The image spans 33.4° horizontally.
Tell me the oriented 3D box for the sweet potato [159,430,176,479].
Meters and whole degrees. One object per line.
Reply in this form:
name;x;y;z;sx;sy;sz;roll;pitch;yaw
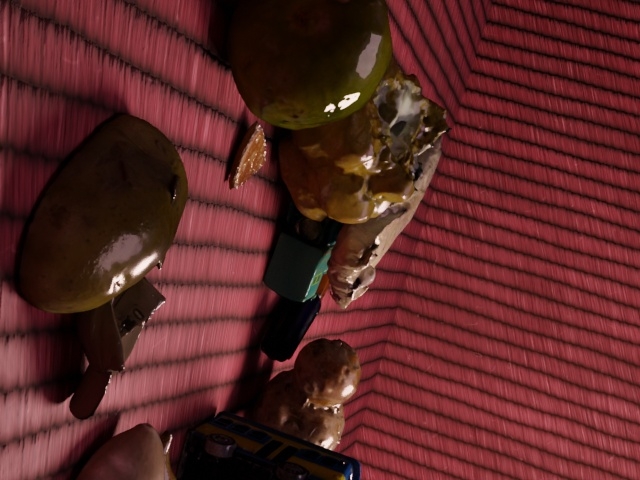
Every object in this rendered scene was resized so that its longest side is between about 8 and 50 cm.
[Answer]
sweet potato;-0.253;0.404;1.646;0.059;0.069;0.249;-14;129;-32

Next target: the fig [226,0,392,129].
fig;-0.016;-0.232;1.460;0.314;0.233;0.233;97;16;-56

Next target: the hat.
hat;-0.265;0.125;1.254;0.175;0.085;0.147;-54;-172;25

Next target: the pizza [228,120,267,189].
pizza;-0.118;-0.121;1.620;0.099;0.029;0.100;-58;160;-23

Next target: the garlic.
garlic;-0.294;0.380;1.401;0.318;0.112;0.143;-55;164;-23

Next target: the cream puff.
cream puff;0.039;-0.184;1.800;0.274;0.270;0.323;-32;-163;38

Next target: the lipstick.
lipstick;-0.016;0.091;2.206;0.418;0.077;0.077;-59;162;-48

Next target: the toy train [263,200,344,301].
toy train;0.000;0.000;2.065;0.194;0.120;0.298;-69;166;14

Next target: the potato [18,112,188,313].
potato;-0.212;-0.022;1.160;0.272;0.111;0.160;-58;162;-47

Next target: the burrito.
burrito;0.109;-0.042;1.949;0.348;0.107;0.175;-59;179;-29

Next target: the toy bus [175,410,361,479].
toy bus;-0.092;0.415;1.841;0.175;0.287;0.138;-13;120;-73

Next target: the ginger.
ginger;-0.042;0.338;2.123;0.256;0.176;0.375;-66;-174;-22
